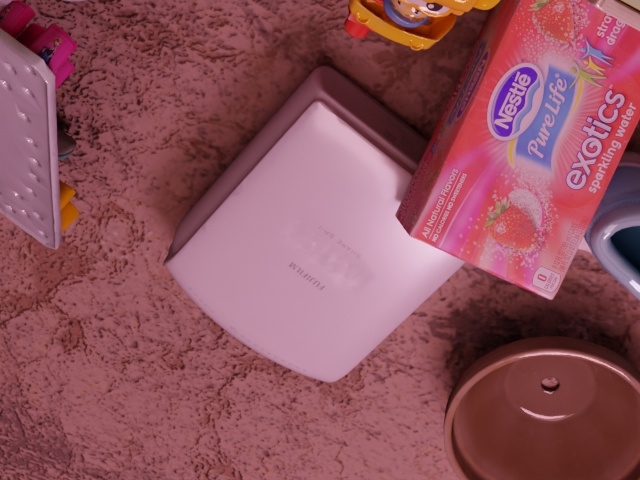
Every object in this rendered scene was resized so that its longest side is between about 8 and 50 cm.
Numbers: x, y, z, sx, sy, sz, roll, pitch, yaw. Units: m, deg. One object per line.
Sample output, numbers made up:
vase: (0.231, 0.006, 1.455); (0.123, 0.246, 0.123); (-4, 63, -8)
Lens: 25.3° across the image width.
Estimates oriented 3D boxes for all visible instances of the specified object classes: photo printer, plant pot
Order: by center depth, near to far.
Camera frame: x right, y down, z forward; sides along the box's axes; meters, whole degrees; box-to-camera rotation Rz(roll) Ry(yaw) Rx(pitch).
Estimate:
photo printer: (0.000, 0.000, 1.514); (0.256, 0.107, 0.307); (37, 119, -14)
plant pot: (0.258, 0.189, 1.588); (0.237, 0.110, 0.237); (4, 122, 7)

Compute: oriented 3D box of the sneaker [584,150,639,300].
sneaker: (0.402, 0.059, 1.392); (0.366, 0.150, 0.135); (28, 122, -5)

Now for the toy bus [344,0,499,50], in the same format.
toy bus: (0.088, -0.251, 1.292); (0.149, 0.220, 0.211); (26, 127, -13)

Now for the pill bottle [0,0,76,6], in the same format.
pill bottle: (-0.172, -0.350, 1.258); (0.408, 0.229, 0.229); (-19, 116, 18)

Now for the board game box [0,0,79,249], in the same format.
board game box: (-0.384, -0.187, 1.316); (0.390, 0.050, 0.390); (37, 157, 6)

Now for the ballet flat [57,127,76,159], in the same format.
ballet flat: (-0.366, -0.127, 1.516); (0.213, 0.072, 0.068); (5, 116, 6)

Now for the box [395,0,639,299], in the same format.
box: (0.201, -0.118, 1.333); (0.154, 0.142, 0.300); (25, 97, -6)

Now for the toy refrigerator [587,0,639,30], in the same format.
toy refrigerator: (0.317, -0.297, 1.152); (0.102, 0.094, 0.269); (23, 110, -25)
